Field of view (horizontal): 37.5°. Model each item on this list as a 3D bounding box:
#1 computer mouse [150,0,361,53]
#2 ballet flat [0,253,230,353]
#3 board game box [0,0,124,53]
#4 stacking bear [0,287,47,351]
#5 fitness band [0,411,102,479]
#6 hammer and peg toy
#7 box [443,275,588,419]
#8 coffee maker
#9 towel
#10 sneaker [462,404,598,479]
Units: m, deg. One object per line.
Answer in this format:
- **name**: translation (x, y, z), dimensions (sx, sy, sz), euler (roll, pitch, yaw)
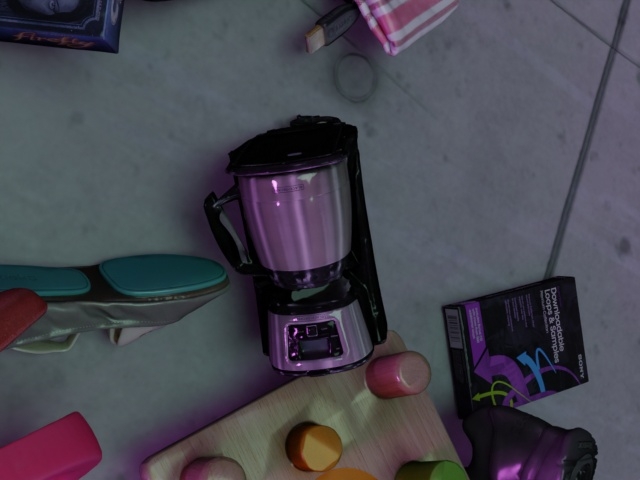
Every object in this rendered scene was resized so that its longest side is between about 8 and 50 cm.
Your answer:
- **computer mouse**: translation (-0.068, -0.226, 0.787), dimensions (0.262, 0.060, 0.184), euler (-40, 105, -37)
- **ballet flat**: translation (-0.173, 0.051, 0.722), dimensions (0.213, 0.072, 0.068), euler (-2, 118, -30)
- **board game box**: translation (-0.211, -0.262, 0.661), dimensions (0.165, 0.042, 0.243), euler (6, 86, 2)
- **stacking bear**: translation (-0.339, 0.000, 0.561), dimensions (0.175, 0.164, 0.289), euler (-37, 98, 17)
- **fitness band**: translation (-0.270, 0.186, 0.565), dimensions (0.290, 0.209, 0.054), euler (-27, 77, -19)
- **hammer and peg toy**: translation (0.035, 0.285, 0.758), dimensions (0.265, 0.127, 0.361), euler (-24, 88, -29)
- **box**: translation (0.202, 0.107, 0.959), dimensions (0.162, 0.029, 0.116), euler (-12, 95, -32)
- **coffee maker**: translation (0.000, 0.000, 0.775), dimensions (0.171, 0.120, 0.178), euler (-37, 123, -54)
- **towel**: translation (0.054, -0.274, 0.844), dimensions (0.144, 0.029, 0.197), euler (-44, 110, -46)
- **sneaker**: translation (0.165, 0.283, 0.895), dimensions (0.109, 0.130, 0.286), euler (-7, 115, -53)
